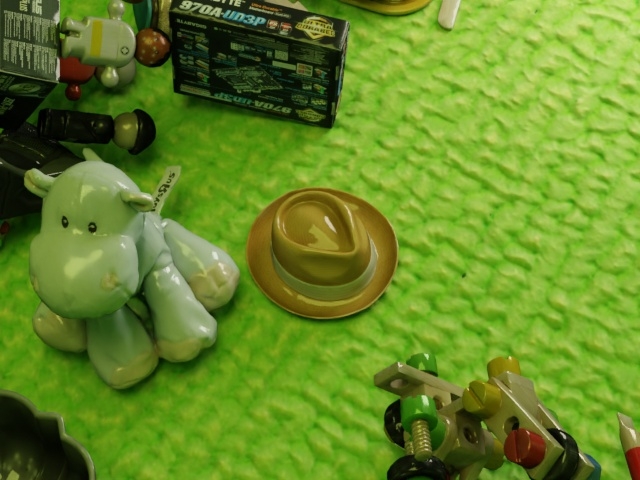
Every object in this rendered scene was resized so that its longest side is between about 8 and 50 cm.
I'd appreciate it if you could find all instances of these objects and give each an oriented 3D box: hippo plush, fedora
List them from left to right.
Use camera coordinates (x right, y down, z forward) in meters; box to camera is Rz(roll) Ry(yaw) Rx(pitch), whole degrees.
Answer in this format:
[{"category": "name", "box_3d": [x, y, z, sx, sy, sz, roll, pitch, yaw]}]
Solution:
[{"category": "hippo plush", "box_3d": [-0.214, 0.009, 1.555, 0.234, 0.236, 0.294, 11, 72, 4]}, {"category": "fedora", "box_3d": [0.000, 0.000, 1.651, 0.194, 0.079, 0.194, -2, 60, 4]}]

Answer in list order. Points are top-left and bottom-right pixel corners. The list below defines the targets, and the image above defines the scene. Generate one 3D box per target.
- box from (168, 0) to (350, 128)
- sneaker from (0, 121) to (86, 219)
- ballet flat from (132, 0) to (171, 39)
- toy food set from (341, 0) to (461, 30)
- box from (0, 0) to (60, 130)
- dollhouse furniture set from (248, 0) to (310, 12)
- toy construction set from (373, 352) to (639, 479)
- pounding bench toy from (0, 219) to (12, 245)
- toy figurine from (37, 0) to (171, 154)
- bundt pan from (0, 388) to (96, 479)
[{"category": "box", "box_3d": [-0.079, -0.230, 1.720, 0.220, 0.175, 0.051, 13, 61, 4]}, {"category": "sneaker", "box_3d": [-0.400, -0.091, 1.700, 0.227, 0.087, 0.130, -9, 37, -47]}, {"category": "ballet flat", "box_3d": [-0.230, -0.410, 1.905, 0.123, 0.123, 0.349, -18, 59, -4]}, {"category": "toy food set", "box_3d": [0.097, -0.379, 1.863, 0.217, 0.071, 0.128, 18, 64, 16]}, {"category": "box", "box_3d": [-0.378, -0.247, 1.658, 0.077, 0.147, 0.180, 9, 65, -31]}, {"category": "dollhouse furniture set", "box_3d": [-0.055, -0.375, 1.784, 0.212, 0.161, 0.242, -3, 67, 33]}, {"category": "toy construction set", "box_3d": [0.193, 0.203, 1.454, 0.308, 0.257, 0.237, 6, 46, -13]}, {"category": "pounding bench toy", "box_3d": [-0.435, -0.006, 1.718, 0.065, 0.052, 0.083, 17, 63, 15]}, {"category": "toy figurine", "box_3d": [-0.274, -0.234, 1.724, 0.148, 0.210, 0.213, 5, 41, -24]}, {"category": "bundt pan", "box_3d": [-0.384, 0.332, 1.477, 0.330, 0.124, 0.331, -2, 59, 4]}]
